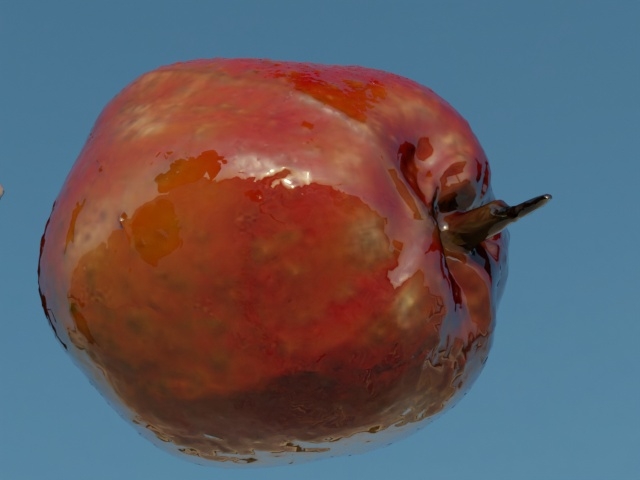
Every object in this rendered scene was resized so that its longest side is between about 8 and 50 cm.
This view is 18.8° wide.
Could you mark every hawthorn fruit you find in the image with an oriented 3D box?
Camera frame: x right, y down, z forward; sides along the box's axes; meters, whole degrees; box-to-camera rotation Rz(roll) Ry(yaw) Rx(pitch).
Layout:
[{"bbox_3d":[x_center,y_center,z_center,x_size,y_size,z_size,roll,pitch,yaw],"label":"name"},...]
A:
[{"bbox_3d":[0.000,0.000,1.097,0.300,0.254,0.254,-18,-44,40],"label":"hawthorn fruit"}]

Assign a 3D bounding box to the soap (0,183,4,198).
[{"bbox_3d":[-0.396,0.099,1.592,0.107,0.285,0.296,29,-36,-12],"label":"soap"}]
